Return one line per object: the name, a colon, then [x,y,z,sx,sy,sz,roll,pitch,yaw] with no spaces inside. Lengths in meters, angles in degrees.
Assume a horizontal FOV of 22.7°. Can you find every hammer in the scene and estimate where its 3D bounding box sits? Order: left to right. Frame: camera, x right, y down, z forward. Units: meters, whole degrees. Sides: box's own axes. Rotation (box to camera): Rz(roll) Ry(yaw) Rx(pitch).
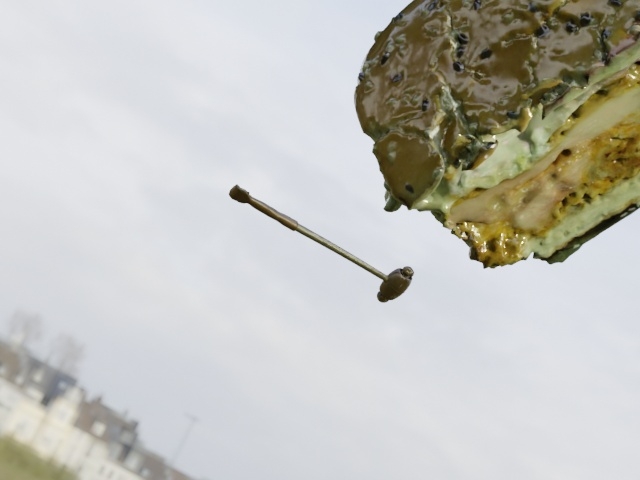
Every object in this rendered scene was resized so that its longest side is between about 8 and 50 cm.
hammer: [0.000,0.000,0.911,0.123,0.029,0.014,30,26,-21]

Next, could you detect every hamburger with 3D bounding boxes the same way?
hamburger: [0.158,-0.113,1.124,0.168,0.288,0.192,36,23,-53]
